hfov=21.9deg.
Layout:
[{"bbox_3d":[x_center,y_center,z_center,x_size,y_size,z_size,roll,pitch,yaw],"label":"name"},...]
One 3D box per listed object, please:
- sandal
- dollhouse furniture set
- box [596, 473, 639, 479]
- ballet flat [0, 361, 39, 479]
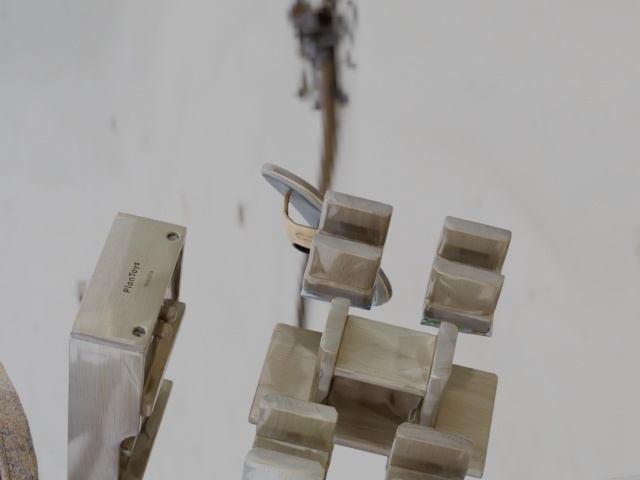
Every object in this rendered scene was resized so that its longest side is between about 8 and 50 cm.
[{"bbox_3d":[0.000,0.000,1.592,0.180,0.049,0.072,52,164,-11],"label":"sandal"},{"bbox_3d":[-0.021,0.097,0.987,0.161,0.242,0.212,100,-176,-46],"label":"dollhouse furniture set"},{"bbox_3d":[0.220,0.440,1.348,0.297,0.471,0.480,153,111,-66],"label":"box"},{"bbox_3d":[-0.212,0.162,0.949,0.106,0.107,0.316,64,-178,-68],"label":"ballet flat"}]
